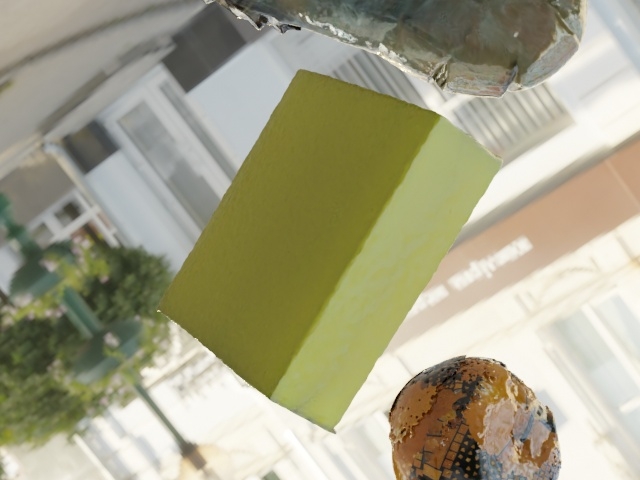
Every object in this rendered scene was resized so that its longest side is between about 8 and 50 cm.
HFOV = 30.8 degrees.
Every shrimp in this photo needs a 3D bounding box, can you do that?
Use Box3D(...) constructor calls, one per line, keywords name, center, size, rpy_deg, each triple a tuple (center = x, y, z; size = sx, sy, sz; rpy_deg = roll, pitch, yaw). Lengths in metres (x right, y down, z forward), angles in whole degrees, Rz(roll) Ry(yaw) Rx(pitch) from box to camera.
Box3D(name="shrimp", center=(0.040, -0.202, 0.752), size=(0.075, 0.289, 0.178), rpy_deg=(83, 27, -69))

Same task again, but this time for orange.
Box3D(name="orange", center=(0.188, 0.261, 1.451), size=(0.182, 0.234, 0.234), rpy_deg=(-19, -162, 43))

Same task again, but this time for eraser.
Box3D(name="eraser", center=(0.000, 0.000, 0.460), size=(0.097, 0.045, 0.122), rpy_deg=(27, -94, 51))
